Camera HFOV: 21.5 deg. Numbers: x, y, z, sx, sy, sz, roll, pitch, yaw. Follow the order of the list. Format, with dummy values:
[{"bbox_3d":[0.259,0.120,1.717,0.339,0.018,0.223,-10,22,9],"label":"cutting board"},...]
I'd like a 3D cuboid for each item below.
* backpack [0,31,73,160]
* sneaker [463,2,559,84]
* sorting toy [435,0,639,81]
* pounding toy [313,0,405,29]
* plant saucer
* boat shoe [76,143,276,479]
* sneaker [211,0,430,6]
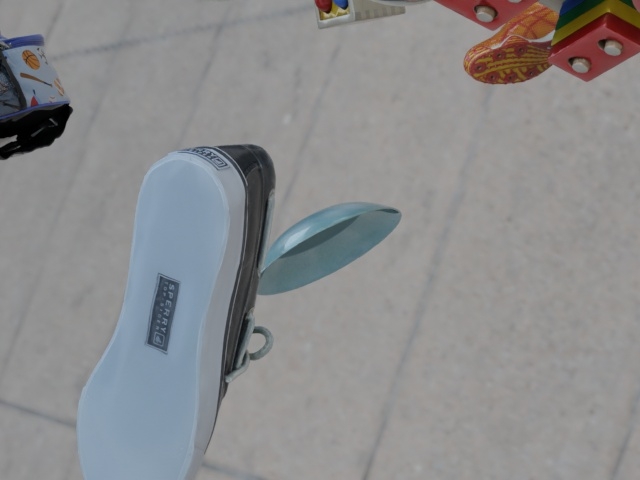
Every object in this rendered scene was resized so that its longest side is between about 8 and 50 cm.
[{"bbox_3d":[-0.466,-0.178,2.169,0.276,0.263,0.213,-18,87,38],"label":"backpack"},{"bbox_3d":[0.213,-0.207,1.667,0.067,0.175,0.064,53,161,35],"label":"sneaker"},{"bbox_3d":[0.215,-0.231,1.354,0.255,0.257,0.089,-29,40,62],"label":"sorting toy"},{"bbox_3d":[0.022,-0.335,2.066,0.130,0.100,0.141,3,104,66],"label":"pounding toy"},{"bbox_3d":[0.000,0.000,1.945,0.195,0.195,0.037,-42,70,39],"label":"plant saucer"},{"bbox_3d":[-0.101,0.070,1.267,0.113,0.105,0.306,20,109,28],"label":"boat shoe"},{"bbox_3d":[-0.020,-0.289,1.560,0.148,0.350,0.131,179,90,-72],"label":"sneaker"}]
